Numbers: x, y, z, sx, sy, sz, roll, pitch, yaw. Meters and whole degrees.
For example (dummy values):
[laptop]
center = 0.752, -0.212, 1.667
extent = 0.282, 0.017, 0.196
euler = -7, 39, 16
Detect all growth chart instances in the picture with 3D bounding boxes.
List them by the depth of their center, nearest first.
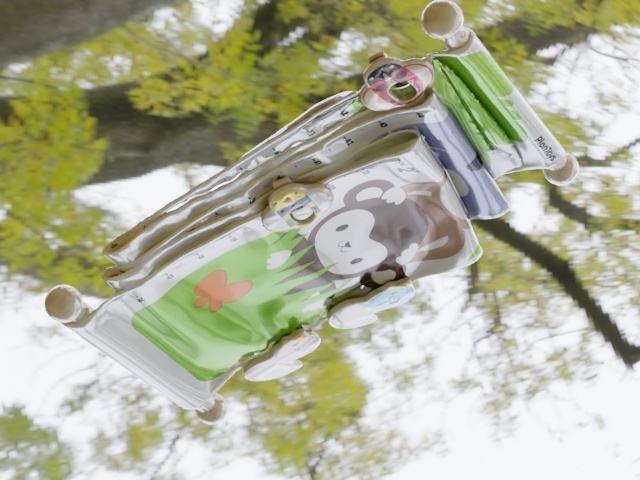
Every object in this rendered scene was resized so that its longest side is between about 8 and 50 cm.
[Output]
[growth chart]
center = 0.000, 0.000, 0.710
extent = 0.237, 0.172, 0.021
euler = -34, -126, 18
